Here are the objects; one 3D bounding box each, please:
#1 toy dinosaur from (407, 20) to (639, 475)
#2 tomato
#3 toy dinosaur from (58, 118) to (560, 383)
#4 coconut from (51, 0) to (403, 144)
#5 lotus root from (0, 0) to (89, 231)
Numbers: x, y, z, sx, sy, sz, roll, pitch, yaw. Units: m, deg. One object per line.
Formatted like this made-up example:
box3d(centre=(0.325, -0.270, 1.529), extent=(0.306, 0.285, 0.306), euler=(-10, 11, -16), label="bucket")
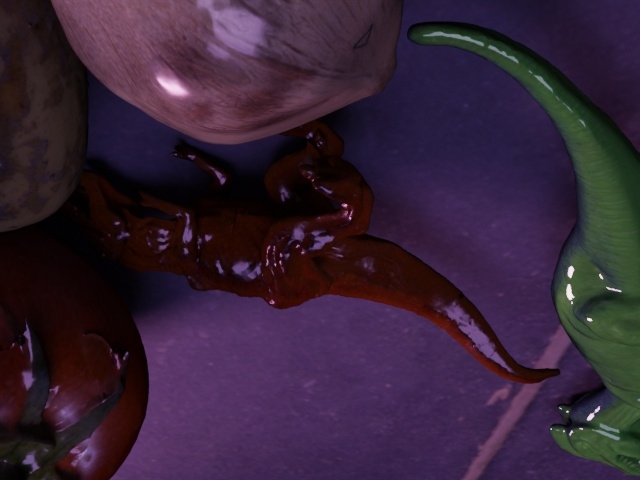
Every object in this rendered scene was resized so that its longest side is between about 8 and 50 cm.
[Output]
box3d(centre=(0.190, 0.026, 0.947), extent=(0.500, 0.144, 0.374), euler=(28, 143, -18), label="toy dinosaur")
box3d(centre=(-0.317, 0.123, 0.946), extent=(0.273, 0.341, 0.341), euler=(37, 147, 33), label="tomato")
box3d(centre=(0.000, 0.000, 0.900), extent=(0.432, 0.097, 0.208), euler=(19, 137, 3), label="toy dinosaur")
box3d(centre=(-0.044, -0.155, 0.704), extent=(0.224, 0.224, 0.224), euler=(2, 135, 2), label="coconut")
box3d(centre=(-0.236, -0.134, 0.779), extent=(0.173, 0.173, 0.309), euler=(4, 132, 1), label="lotus root")
